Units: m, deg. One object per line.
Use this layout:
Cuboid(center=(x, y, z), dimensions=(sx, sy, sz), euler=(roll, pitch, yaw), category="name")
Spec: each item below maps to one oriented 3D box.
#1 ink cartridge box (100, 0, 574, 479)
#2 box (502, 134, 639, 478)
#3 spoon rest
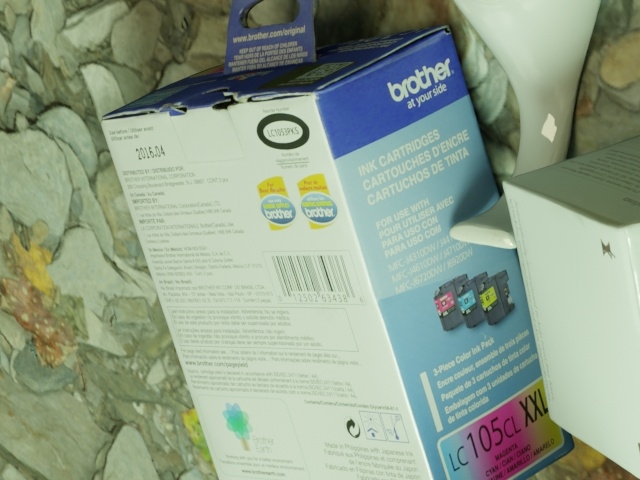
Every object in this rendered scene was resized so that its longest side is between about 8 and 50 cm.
Cuboid(center=(0.000, 0.000, 1.479), dimensions=(0.270, 0.151, 0.396), euler=(-2, 112, 50), category="ink cartridge box")
Cuboid(center=(0.218, 0.042, 1.274), dimensions=(0.182, 0.119, 0.181), euler=(-148, 43, -68), category="box")
Cuboid(center=(0.133, -0.137, 1.355), dimensions=(0.137, 0.084, 0.276), euler=(12, 106, 38), category="spoon rest")
